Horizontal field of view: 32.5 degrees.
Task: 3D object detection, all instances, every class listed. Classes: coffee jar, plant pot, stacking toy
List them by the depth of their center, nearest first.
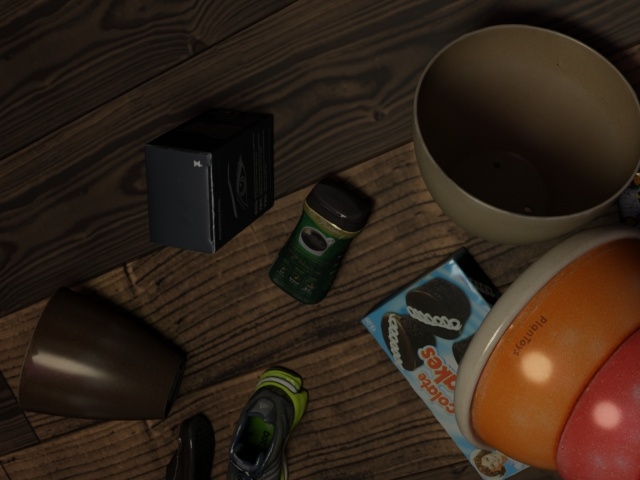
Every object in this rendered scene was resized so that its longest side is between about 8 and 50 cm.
[{"bbox_3d":[0.425,0.237,1.298,0.480,0.351,0.350,42,125,36],"label":"stacking toy"},{"bbox_3d":[0.245,-0.106,1.405,0.284,0.284,0.191,31,154,11],"label":"plant pot"},{"bbox_3d":[0.000,0.000,1.639,0.096,0.079,0.184,35,121,11],"label":"coffee jar"},{"bbox_3d":[-0.350,0.211,1.826,0.230,0.215,0.215,16,116,2],"label":"plant pot"}]

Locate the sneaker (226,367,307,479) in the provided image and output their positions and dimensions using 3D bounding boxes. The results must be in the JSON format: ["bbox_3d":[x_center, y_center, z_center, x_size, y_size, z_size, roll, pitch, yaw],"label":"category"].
[{"bbox_3d":[-0.112,0.355,1.804,0.111,0.121,0.300,20,117,17],"label":"sneaker"}]

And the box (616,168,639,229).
[{"bbox_3d":[0.459,-0.056,1.439,0.137,0.027,0.094,-6,106,26],"label":"box"}]

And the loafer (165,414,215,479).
[{"bbox_3d":[-0.236,0.398,1.901,0.078,0.080,0.220,13,115,19],"label":"loafer"}]

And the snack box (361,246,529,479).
[{"bbox_3d":[0.230,0.190,1.620,0.187,0.060,0.322,-37,92,31],"label":"snack box"}]

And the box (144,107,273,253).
[{"bbox_3d":[-0.157,-0.092,1.599,0.108,0.207,0.153,10,113,21],"label":"box"}]
